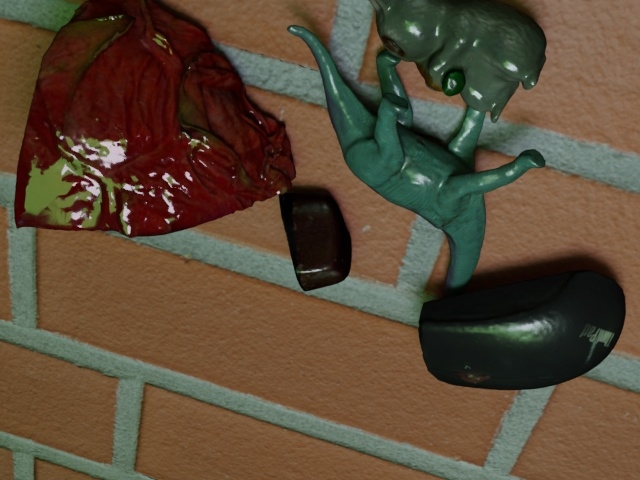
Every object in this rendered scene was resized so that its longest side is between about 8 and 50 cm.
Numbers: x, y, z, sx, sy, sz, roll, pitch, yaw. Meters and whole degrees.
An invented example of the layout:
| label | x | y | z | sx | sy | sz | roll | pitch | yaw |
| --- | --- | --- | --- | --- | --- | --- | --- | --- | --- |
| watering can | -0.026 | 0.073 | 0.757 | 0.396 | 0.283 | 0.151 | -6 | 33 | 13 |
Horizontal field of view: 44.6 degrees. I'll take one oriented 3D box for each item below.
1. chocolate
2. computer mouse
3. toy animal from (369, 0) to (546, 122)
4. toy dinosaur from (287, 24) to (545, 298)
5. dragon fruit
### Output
| label | x | y | z | sx | sy | sz | roll | pitch | yaw |
| --- | --- | --- | --- | --- | --- | --- | --- | --- | --- |
| chocolate | 0.000 | 0.000 | 1.030 | 0.080 | 0.125 | 0.149 | -13 | 114 | 3 |
| computer mouse | 0.267 | 0.134 | 1.021 | 0.269 | 0.100 | 0.170 | -14 | 134 | 18 |
| toy animal | 0.129 | -0.229 | 0.849 | 0.236 | 0.138 | 0.108 | 32 | 150 | 5 |
| toy dinosaur | 0.088 | -0.055 | 0.987 | 0.383 | 0.129 | 0.331 | 25 | 133 | -1 |
| dragon fruit | -0.184 | -0.145 | 0.977 | 0.330 | 0.240 | 0.302 | 11 | 97 | -18 |
